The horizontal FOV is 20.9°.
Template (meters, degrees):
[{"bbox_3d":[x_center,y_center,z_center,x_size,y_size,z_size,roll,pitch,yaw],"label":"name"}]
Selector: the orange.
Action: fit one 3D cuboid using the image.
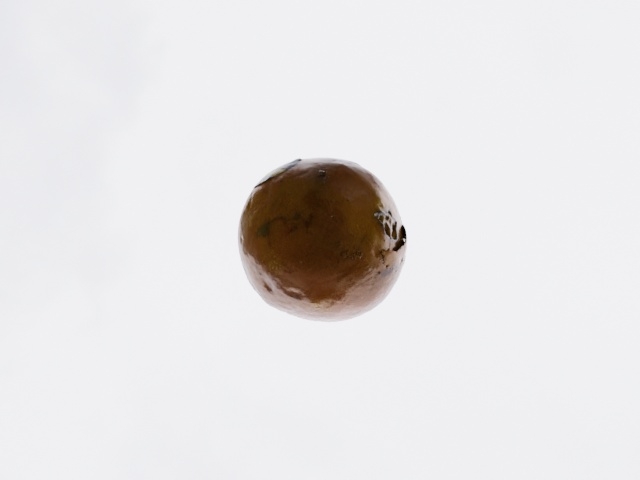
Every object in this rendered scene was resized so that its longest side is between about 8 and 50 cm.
[{"bbox_3d":[0.000,0.001,0.835,0.083,0.083,0.084,-1,-95,15],"label":"orange"}]
